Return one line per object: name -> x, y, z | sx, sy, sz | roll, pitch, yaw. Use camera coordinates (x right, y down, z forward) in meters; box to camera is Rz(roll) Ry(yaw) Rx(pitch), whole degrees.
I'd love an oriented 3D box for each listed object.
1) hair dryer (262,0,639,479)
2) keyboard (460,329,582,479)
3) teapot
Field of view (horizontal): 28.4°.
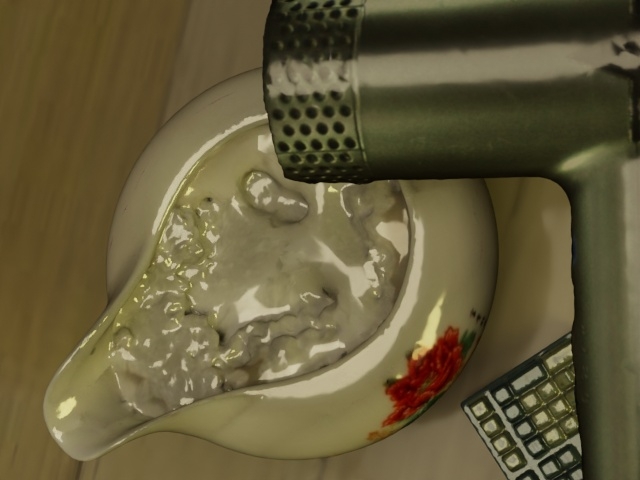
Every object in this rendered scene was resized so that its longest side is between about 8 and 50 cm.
hair dryer -> 0.166, 0.027, 0.386 | 0.320, 0.156, 0.284 | -11, 107, 17
keyboard -> 0.120, 0.120, 0.462 | 0.055, 0.014, 0.176 | -35, 77, 14
teapot -> 0.000, 0.000, 0.469 | 0.226, 0.092, 0.145 | -45, 78, 5
